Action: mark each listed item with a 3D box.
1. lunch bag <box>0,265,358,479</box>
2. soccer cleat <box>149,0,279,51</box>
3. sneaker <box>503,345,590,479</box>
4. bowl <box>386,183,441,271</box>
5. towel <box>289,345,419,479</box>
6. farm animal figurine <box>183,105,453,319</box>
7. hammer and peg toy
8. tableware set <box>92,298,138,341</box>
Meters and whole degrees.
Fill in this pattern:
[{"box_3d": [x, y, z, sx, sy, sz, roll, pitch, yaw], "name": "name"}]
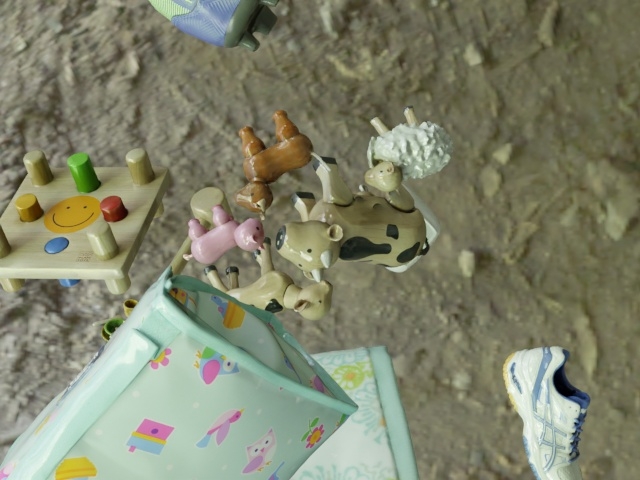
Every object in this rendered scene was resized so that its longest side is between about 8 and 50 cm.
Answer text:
[{"box_3d": [-0.126, 0.147, 0.919, 0.223, 0.160, 0.262, -48, 152, 6], "name": "lunch bag"}, {"box_3d": [-0.069, -0.244, 0.924, 0.121, 0.093, 0.289, 27, 30, -6], "name": "soccer cleat"}, {"box_3d": [0.443, 0.339, 2.113, 0.112, 0.131, 0.297, -26, 96, -61], "name": "sneaker"}, {"box_3d": [0.153, -0.016, 2.122, 0.142, 0.053, 0.142, -48, 123, -2], "name": "bowl"}, {"box_3d": [-0.040, 0.303, 1.412, 0.320, 0.090, 0.375, -5, 49, -5], "name": "towel"}, {"box_3d": [0.000, 0.000, 1.481, 0.326, 0.330, 0.172, -9, 52, -20], "name": "farm animal figurine"}, {"box_3d": [-0.337, -0.029, 1.790, 0.266, 0.361, 0.127, -73, 158, -46], "name": "hammer and peg toy"}, {"box_3d": [-0.241, 0.135, 1.592, 0.104, 0.154, 0.024, -18, 132, -31], "name": "tableware set"}]
